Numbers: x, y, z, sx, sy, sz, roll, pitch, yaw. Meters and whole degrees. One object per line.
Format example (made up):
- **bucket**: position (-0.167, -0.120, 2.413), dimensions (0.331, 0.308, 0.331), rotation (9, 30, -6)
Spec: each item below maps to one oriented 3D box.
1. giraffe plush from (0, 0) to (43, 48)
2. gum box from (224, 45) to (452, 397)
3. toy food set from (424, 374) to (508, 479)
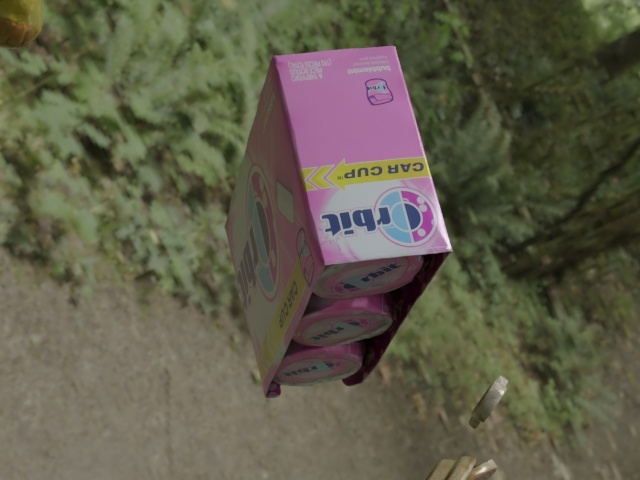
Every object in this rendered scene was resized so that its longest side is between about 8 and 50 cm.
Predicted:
- **giraffe plush**: position (-0.221, -0.251, 0.885), dimensions (0.181, 0.170, 0.210), rotation (14, 89, -36)
- **gum box**: position (0.000, 0.000, 0.624), dimensions (0.188, 0.062, 0.107), rotation (114, -34, -62)
- **toy food set**: position (0.036, 0.145, 0.512), dimensions (0.038, 0.192, 0.132), rotation (35, -1, 10)
